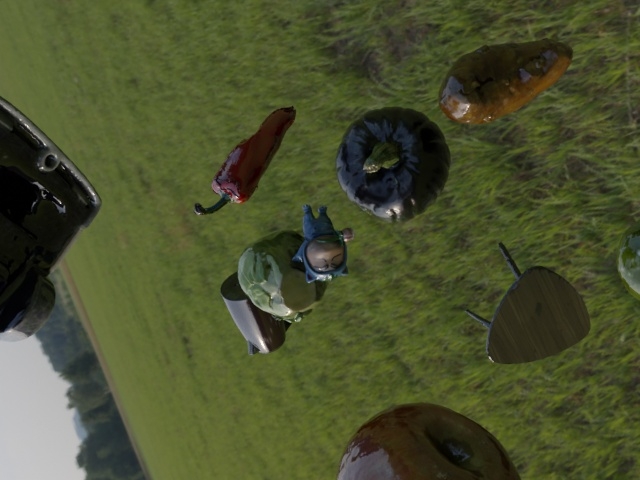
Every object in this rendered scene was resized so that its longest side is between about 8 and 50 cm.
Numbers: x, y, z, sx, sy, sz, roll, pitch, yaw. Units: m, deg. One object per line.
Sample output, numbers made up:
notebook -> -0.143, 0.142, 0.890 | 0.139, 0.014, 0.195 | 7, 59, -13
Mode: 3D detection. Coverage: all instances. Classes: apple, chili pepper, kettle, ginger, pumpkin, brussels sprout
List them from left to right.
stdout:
chili pepper -> -0.175, -0.199, 1.554 | 0.110, 0.387, 0.110 | 30, 163, 10
kettle -> -0.164, 0.193, 1.754 | 0.144, 0.202, 0.232 | 10, 131, 34
brussels sprout -> -0.086, 0.088, 1.505 | 0.244, 0.244, 0.244 | 50, 152, 39
pumpkin -> 0.177, -0.201, 1.542 | 0.296, 0.296, 0.295 | 50, 152, 39
apple -> 0.157, 0.405, 0.945 | 0.301, 0.302, 0.301 | 50, 152, 39
ginger -> 0.405, -0.367, 1.414 | 0.165, 0.321, 0.172 | 65, 170, -8

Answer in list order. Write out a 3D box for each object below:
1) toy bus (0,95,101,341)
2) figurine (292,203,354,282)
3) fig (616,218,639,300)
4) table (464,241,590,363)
toy bus -> -0.434, 0.061, 0.562 | 0.249, 0.439, 0.209 | 20, 160, 23
figurine -> 0.005, -0.002, 1.364 | 0.144, 0.114, 0.178 | 126, 136, -60
fig -> 0.809, 0.048, 1.389 | 0.233, 0.314, 0.232 | 4, 95, 48
table -> 0.580, 0.194, 1.870 | 0.249, 0.318, 0.317 | -115, 12, -66
